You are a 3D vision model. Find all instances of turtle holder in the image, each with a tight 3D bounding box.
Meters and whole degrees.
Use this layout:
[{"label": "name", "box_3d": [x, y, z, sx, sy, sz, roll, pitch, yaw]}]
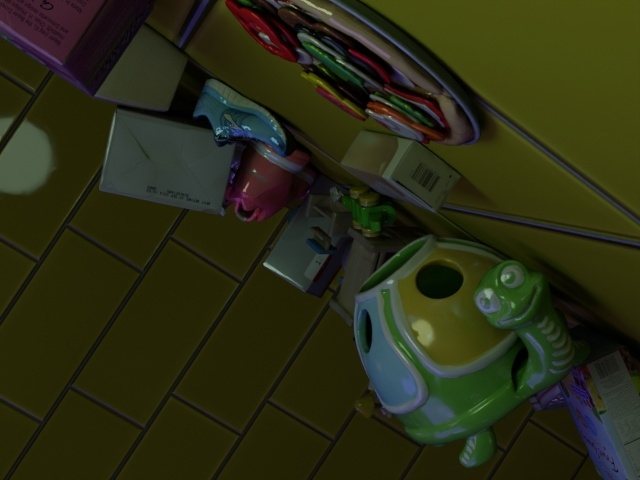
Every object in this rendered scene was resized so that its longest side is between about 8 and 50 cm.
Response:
[{"label": "turtle holder", "box_3d": [0.159, 0.118, 1.045, 0.227, 0.243, 0.320, 50, -174, -3]}]

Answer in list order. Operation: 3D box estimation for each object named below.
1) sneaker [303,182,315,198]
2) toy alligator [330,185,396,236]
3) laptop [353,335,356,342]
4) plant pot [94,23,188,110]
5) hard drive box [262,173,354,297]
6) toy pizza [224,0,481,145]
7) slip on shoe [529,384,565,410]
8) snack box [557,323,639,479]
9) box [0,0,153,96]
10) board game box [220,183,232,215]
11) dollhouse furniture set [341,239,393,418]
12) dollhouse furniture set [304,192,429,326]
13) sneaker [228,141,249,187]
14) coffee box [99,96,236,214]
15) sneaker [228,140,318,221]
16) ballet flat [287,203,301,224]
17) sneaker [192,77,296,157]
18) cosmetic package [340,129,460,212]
[{"label": "sneaker", "box_3d": [-0.031, -0.097, 1.687, 0.067, 0.042, 0.118, 37, 175, -12]}, {"label": "toy alligator", "box_3d": [0.065, -0.050, 1.239, 0.051, 0.056, 0.189, -11, -160, -14]}, {"label": "laptop", "box_3d": [0.334, 0.263, 2.050, 0.382, 0.408, 0.236, 41, -154, -73]}, {"label": "plant pot", "box_3d": [-0.228, -0.217, 1.128, 0.096, 0.109, 0.109, 20, -178, -16]}, {"label": "hard drive box", "box_3d": [0.000, 0.000, 1.544, 0.089, 0.181, 0.232, 33, 179, 9]}, {"label": "toy pizza", "box_3d": [0.015, -0.114, 0.582, 0.201, 0.032, 0.201, 34, 178, 1]}, {"label": "slip on shoe", "box_3d": [0.389, 0.205, 1.385, 0.123, 0.101, 0.331, -7, 165, 1]}, {"label": "snack box", "box_3d": [0.369, 0.223, 1.126, 0.207, 0.070, 0.174, 64, 180, -3]}, {"label": "box", "box_3d": [-0.269, -0.243, 0.772, 0.213, 0.117, 0.243, 34, 179, -10]}, {"label": "board game box", "box_3d": [-0.314, -0.222, 1.685, 0.390, 0.050, 0.390, 50, 174, -13]}, {"label": "dollhouse furniture set", "box_3d": [0.136, 0.187, 1.448, 0.198, 0.303, 0.286, 12, -173, -24]}, {"label": "dollhouse furniture set", "box_3d": [0.067, 0.024, 1.326, 0.129, 0.129, 0.184, 0, -155, -32]}, {"label": "sneaker", "box_3d": [-0.163, -0.137, 1.839, 0.252, 0.111, 0.103, 35, 178, -33]}, {"label": "coffee box", "box_3d": [-0.228, -0.143, 1.316, 0.168, 0.118, 0.297, 11, -167, -14]}, {"label": "sneaker", "box_3d": [-0.090, -0.092, 1.381, 0.116, 0.136, 0.314, 34, 178, 5]}, {"label": "ballet flat", "box_3d": [-0.003, -0.035, 2.044, 0.123, 0.123, 0.348, 34, 178, -8]}, {"label": "sneaker", "box_3d": [-0.100, -0.144, 1.147, 0.162, 0.073, 0.063, 33, 178, 27]}, {"label": "cosmetic package", "box_3d": [0.069, -0.064, 0.799, 0.060, 0.041, 0.115, 34, 178, -22]}]
